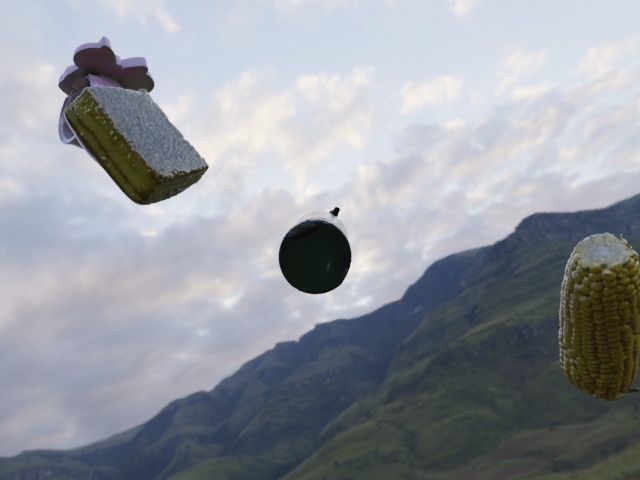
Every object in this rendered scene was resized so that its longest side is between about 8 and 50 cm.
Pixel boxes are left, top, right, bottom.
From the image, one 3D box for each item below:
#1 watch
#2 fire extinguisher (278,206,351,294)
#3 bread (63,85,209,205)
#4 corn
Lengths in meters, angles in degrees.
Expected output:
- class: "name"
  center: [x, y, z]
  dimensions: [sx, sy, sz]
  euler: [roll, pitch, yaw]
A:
- class: "watch"
  center: [-0.544, -0.337, 1.326]
  dimensions: [0.248, 0.217, 0.211]
  euler: [-22, -24, 35]
- class: "fire extinguisher"
  center: [0.000, 0.000, 0.803]
  dimensions: [0.114, 0.095, 0.311]
  euler: [-62, 2, 4]
- class: "bread"
  center: [-0.366, -0.191, 1.060]
  dimensions: [0.110, 0.234, 0.184]
  euler: [-40, -2, 27]
- class: "corn"
  center: [0.335, 0.099, 0.631]
  dimensions: [0.091, 0.091, 0.260]
  euler: [-3, -46, 21]
